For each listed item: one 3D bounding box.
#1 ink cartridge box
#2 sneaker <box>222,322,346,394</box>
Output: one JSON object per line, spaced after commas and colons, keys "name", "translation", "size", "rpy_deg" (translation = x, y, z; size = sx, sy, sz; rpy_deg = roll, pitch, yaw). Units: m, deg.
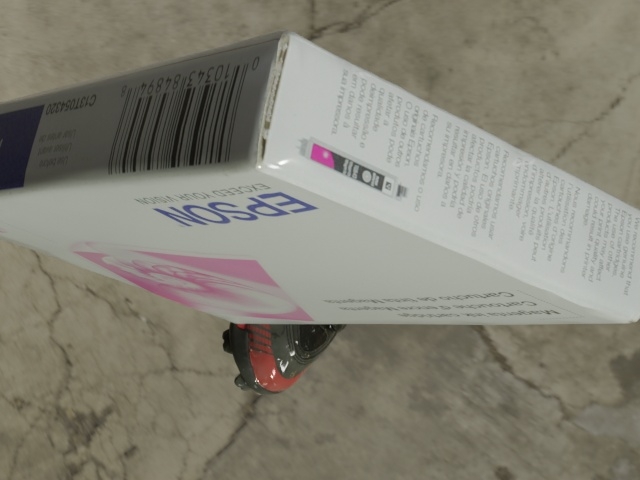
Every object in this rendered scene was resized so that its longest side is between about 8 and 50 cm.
{"name": "ink cartridge box", "translation": [0.000, 0.000, 0.745], "size": [0.330, 0.324, 0.071], "rpy_deg": [23, 73, -36]}
{"name": "sneaker", "translation": [0.021, 0.011, 1.156], "size": [0.097, 0.135, 0.276], "rpy_deg": [52, 57, -39]}
